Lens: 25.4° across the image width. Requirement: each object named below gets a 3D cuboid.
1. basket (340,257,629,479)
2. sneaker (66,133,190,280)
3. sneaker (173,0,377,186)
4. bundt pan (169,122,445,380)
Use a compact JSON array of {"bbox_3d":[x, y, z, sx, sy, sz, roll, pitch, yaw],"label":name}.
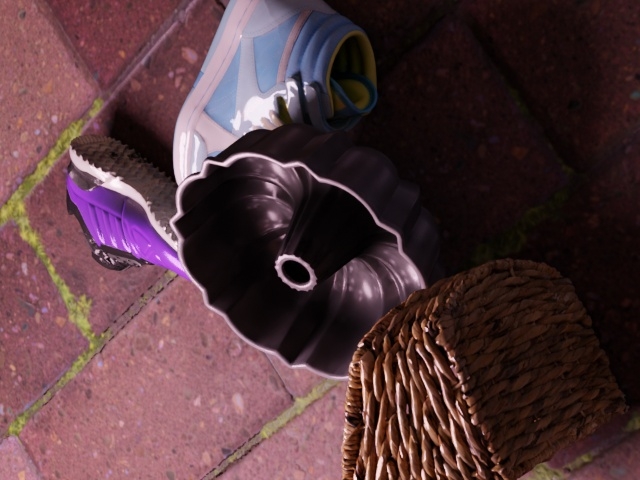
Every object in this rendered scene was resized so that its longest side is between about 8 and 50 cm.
[{"bbox_3d":[0.141,0.154,1.496,0.223,0.299,0.213,-29,81,36],"label":"basket"},{"bbox_3d":[-0.234,-0.009,1.871,0.293,0.102,0.146,40,124,29],"label":"sneaker"},{"bbox_3d":[-0.048,-0.144,1.684,0.208,0.127,0.319,35,119,27],"label":"sneaker"},{"bbox_3d":[0.000,0.000,1.626,0.331,0.124,0.330,20,137,20],"label":"bundt pan"}]
